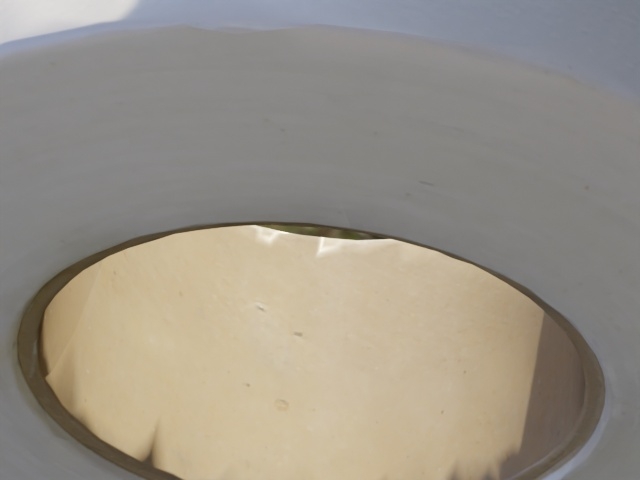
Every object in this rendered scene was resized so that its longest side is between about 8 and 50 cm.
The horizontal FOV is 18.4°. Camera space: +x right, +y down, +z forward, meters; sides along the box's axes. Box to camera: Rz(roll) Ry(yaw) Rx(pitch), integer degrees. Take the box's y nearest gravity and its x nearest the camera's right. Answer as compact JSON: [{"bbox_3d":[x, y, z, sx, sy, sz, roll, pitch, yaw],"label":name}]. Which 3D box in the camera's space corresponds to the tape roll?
[{"bbox_3d":[0.000,0.000,0.523,0.286,0.286,0.100,-24,46,36],"label":"tape roll"}]
